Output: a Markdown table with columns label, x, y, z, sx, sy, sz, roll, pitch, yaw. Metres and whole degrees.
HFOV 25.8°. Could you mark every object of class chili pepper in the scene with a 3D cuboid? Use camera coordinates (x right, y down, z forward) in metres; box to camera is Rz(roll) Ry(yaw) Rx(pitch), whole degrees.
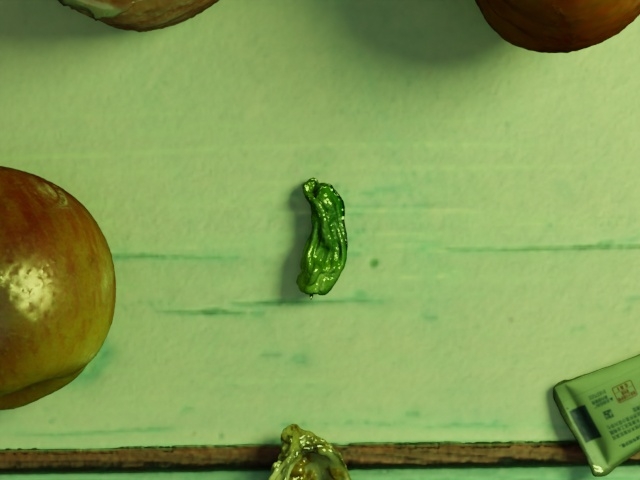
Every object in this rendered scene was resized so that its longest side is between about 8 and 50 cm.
| label | x | y | z | sx | sy | sz | roll | pitch | yaw |
| --- | --- | --- | --- | --- | --- | --- | --- | --- | --- |
| chili pepper | 0.001 | 0.000 | 1.038 | 0.034 | 0.030 | 0.091 | 8 | 98 | 26 |

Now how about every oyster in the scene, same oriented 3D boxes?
| label | x | y | z | sx | sy | sz | roll | pitch | yaw |
| --- | --- | --- | --- | --- | --- | --- | --- | --- | --- |
| oyster | -0.015 | 0.227 | 1.061 | 0.105 | 0.056 | 0.177 | -13 | 99 | -8 |

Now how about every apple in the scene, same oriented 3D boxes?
| label | x | y | z | sx | sy | sz | roll | pitch | yaw |
| --- | --- | --- | --- | --- | --- | --- | --- | --- | --- |
| apple | -0.246 | 0.034 | 0.998 | 0.195 | 0.160 | 0.173 | -21 | 76 | -2 |

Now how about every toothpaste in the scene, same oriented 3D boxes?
| label | x | y | z | sx | sy | sz | roll | pitch | yaw |
| --- | --- | --- | --- | --- | --- | --- | --- | --- | --- |
| toothpaste | 0.307 | 0.085 | 1.035 | 0.268 | 0.047 | 0.069 | -28 | 116 | 8 |

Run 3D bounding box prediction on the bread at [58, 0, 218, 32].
| label | x | y | z | sx | sy | sz | roll | pitch | yaw |
| --- | --- | --- | --- | --- | --- | --- | --- | --- | --- |
| bread | -0.107 | -0.258 | 0.952 | 0.244 | 0.123 | 0.190 | -39 | 98 | 7 |

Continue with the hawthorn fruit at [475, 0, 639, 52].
| label | x | y | z | sx | sy | sz | roll | pitch | yaw |
| --- | --- | --- | --- | --- | --- | --- | --- | --- | --- |
| hawthorn fruit | 0.175 | -0.244 | 0.920 | 0.225 | 0.196 | 0.196 | -39 | 96 | -9 |
